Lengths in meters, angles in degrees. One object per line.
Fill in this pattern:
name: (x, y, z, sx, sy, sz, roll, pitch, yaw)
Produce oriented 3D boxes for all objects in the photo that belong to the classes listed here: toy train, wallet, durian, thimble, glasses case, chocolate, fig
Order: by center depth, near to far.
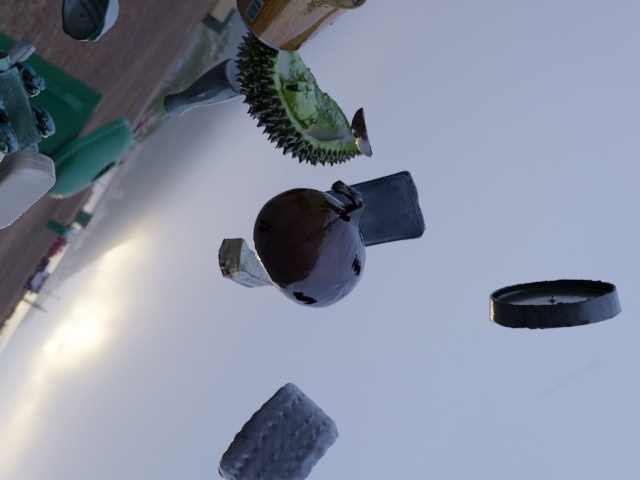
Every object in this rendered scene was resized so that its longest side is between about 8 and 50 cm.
glasses case: (-0.530, -0.083, 1.160, 0.196, 0.083, 0.050, -31, -121, 28)
toy train: (-0.592, -0.254, 1.257, 0.112, 0.163, 0.203, -40, 142, -39)
chocolate: (0.075, -0.197, 1.263, 0.100, 0.031, 0.064, 62, 16, -71)
fig: (-0.012, 0.013, 1.269, 0.215, 0.234, 0.235, -13, -158, -1)
thimble: (-0.083, 0.425, 1.377, 0.245, 0.157, 0.217, -54, 167, 18)
durian: (-0.064, -0.299, 1.448, 0.170, 0.355, 0.157, -36, -161, -17)
wallet: (0.130, -0.066, 1.618, 0.222, 0.167, 0.036, -13, -161, 19)

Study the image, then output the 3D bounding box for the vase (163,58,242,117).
vase: (-0.268, -0.341, 1.565, 0.214, 0.086, 0.086, -15, -139, 34)

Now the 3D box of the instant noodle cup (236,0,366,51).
instant noodle cup: (-0.043, -0.465, 1.257, 0.172, 0.216, 0.215, -34, -152, 46)

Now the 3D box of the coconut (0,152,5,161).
coconut: (-0.874, -0.305, 1.564, 0.298, 0.310, 0.297, -6, -101, 34)

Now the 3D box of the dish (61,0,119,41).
dish: (-0.603, -0.644, 1.854, 0.246, 0.078, 0.224, -39, -112, 27)

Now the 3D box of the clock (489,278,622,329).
clock: (0.569, 0.151, 1.672, 0.313, 0.313, 0.061, -172, -106, -72)

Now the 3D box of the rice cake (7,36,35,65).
rice cake: (-0.840, -0.456, 1.802, 0.206, 0.047, 0.036, -52, 179, -14)

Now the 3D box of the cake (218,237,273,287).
cake: (-0.220, 0.101, 1.986, 0.086, 0.220, 0.116, -7, -138, 21)
